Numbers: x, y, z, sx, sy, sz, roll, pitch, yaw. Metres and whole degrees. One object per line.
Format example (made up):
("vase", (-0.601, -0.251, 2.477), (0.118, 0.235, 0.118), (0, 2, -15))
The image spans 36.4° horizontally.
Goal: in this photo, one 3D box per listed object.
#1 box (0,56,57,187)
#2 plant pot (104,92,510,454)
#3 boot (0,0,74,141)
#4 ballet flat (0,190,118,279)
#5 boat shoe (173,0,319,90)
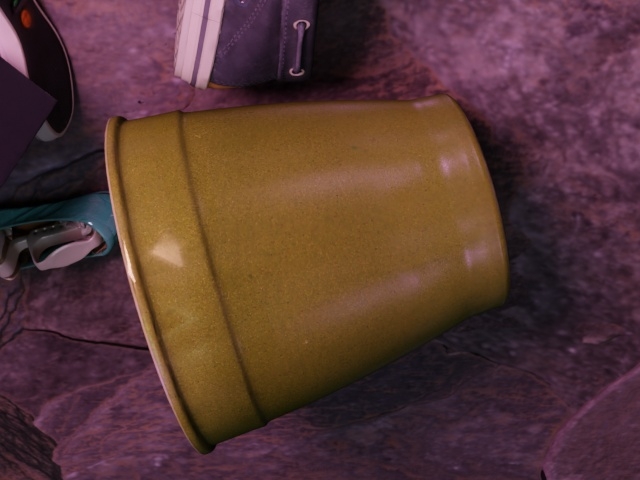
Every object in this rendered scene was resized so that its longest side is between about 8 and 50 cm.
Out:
("box", (-0.403, -0.073, 0.994), (0.103, 0.184, 0.261), (37, 151, -28))
("plant pot", (0.000, 0.000, 1.033), (0.353, 0.366, 0.366), (-16, 129, -1))
("boot", (-0.377, -0.205, 1.022), (0.176, 0.088, 0.244), (-3, 133, 17))
("ballet flat", (-0.354, 0.002, 1.181), (0.247, 0.087, 0.083), (-13, 129, 12))
("boat shoe", (-0.019, -0.335, 0.840), (0.156, 0.186, 0.500), (8, 135, -12))
